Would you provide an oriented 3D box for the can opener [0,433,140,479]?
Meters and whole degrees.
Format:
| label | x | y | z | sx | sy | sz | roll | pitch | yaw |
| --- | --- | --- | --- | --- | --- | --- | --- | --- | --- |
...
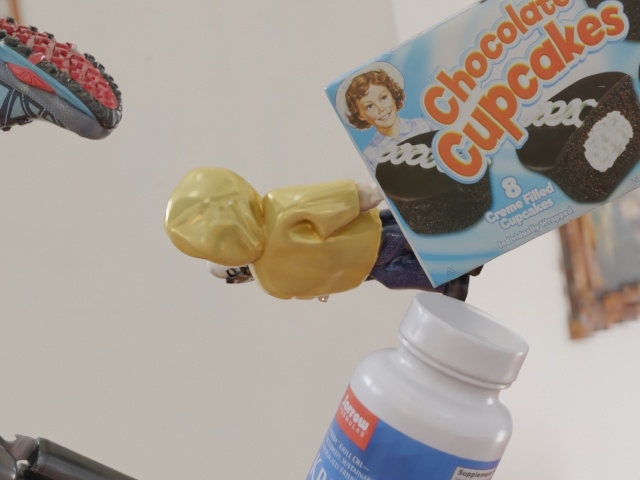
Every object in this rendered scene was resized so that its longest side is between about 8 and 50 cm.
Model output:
| label | x | y | z | sx | sy | sz | roll | pitch | yaw |
| --- | --- | --- | --- | --- | --- | --- | --- | --- | --- |
| can opener | -0.296 | 0.256 | 1.726 | 0.280 | 0.074 | 0.093 | 27 | 22 | -28 |

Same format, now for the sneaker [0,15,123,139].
| label | x | y | z | sx | sy | sz | roll | pitch | yaw |
| --- | --- | --- | --- | --- | --- | --- | --- | --- | --- |
| sneaker | -0.291 | -0.132 | 1.410 | 0.262 | 0.125 | 0.104 | 26 | 17 | 14 |

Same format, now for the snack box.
| label | x | y | z | sx | sy | sz | roll | pitch | yaw |
| --- | --- | --- | --- | --- | --- | --- | --- | --- | --- |
| snack box | 0.186 | -0.116 | 1.276 | 0.322 | 0.187 | 0.060 | -28 | 7 | 18 |

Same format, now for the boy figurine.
| label | x | y | z | sx | sy | sz | roll | pitch | yaw |
| --- | --- | --- | --- | --- | --- | --- | --- | --- | --- |
| boy figurine | 0.000 | 0.000 | 1.468 | 0.285 | 0.092 | 0.177 | 7 | -35 | -8 |

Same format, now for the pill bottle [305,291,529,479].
| label | x | y | z | sx | sy | sz | roll | pitch | yaw |
| --- | --- | --- | --- | --- | --- | --- | --- | --- | --- |
| pill bottle | 0.064 | 0.154 | 1.187 | 0.124 | 0.221 | 0.124 | 22 | 13 | -5 |

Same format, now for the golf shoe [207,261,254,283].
| label | x | y | z | sx | sy | sz | roll | pitch | yaw |
| --- | --- | --- | --- | --- | --- | --- | --- | --- | --- |
| golf shoe | -0.079 | 0.020 | 1.829 | 0.094 | 0.077 | 0.198 | -28 | -1 | -6 |
